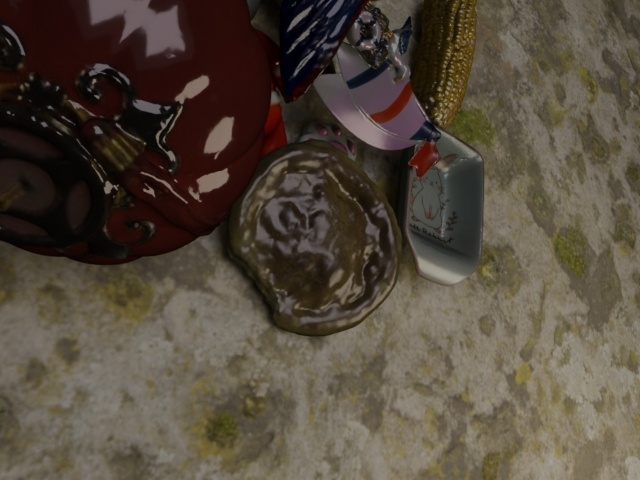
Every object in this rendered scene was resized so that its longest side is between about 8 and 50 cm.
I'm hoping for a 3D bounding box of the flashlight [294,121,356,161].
[{"bbox_3d":[0.021,-0.060,0.759,0.093,0.047,0.201,-4,78,-37],"label":"flashlight"}]

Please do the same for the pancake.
[{"bbox_3d":[0.000,0.000,0.686,0.222,0.042,0.236,-16,99,-21],"label":"pancake"}]

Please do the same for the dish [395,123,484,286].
[{"bbox_3d":[0.165,-0.047,0.850,0.154,0.064,0.234,22,63,-30],"label":"dish"}]

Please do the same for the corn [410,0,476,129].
[{"bbox_3d":[0.198,-0.299,0.931,0.101,0.101,0.292,29,58,-26],"label":"corn"}]

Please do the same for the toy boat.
[{"bbox_3d":[0.048,-0.198,0.713,0.219,0.072,0.318,-34,123,-25],"label":"toy boat"}]

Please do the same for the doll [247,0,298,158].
[{"bbox_3d":[-0.121,-0.235,0.648,0.199,0.105,0.337,-22,108,-38],"label":"doll"}]

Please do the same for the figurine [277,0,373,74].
[{"bbox_3d":[0.001,-0.405,0.740,0.218,0.169,0.327,-44,143,-25],"label":"figurine"}]

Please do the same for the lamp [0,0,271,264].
[{"bbox_3d":[-0.190,-0.118,0.462,0.303,0.303,0.257,32,34,-25],"label":"lamp"}]
